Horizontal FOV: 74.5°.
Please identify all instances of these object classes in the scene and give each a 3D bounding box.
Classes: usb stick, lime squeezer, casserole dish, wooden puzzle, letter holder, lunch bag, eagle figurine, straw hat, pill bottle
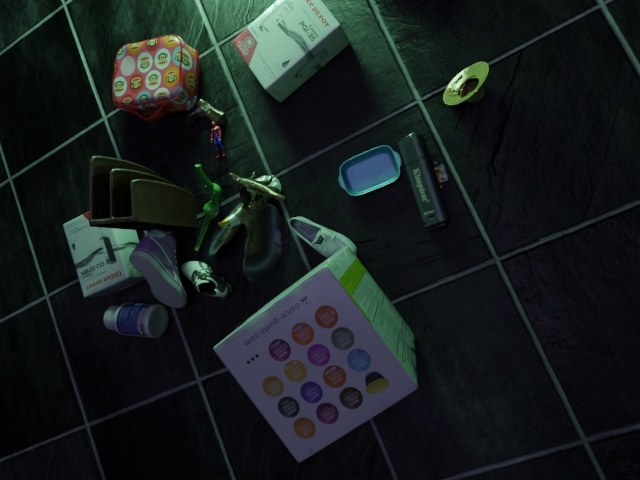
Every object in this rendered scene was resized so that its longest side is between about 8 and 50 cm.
[{"bbox_3d":[0.287,-0.165,1.173,0.077,0.045,0.277,-20,83,32],"label":"usb stick"},{"bbox_3d":[-0.359,-0.113,1.349,0.059,0.110,0.310,13,123,1],"label":"lime squeezer"},{"bbox_3d":[0.145,-0.200,1.226,0.189,0.037,0.114,-21,83,16],"label":"casserole dish"},{"bbox_3d":[0.330,-0.184,1.184,0.049,0.006,0.083,-20,83,16],"label":"wooden puzzle"},{"bbox_3d":[-0.531,-0.144,1.291,0.152,0.302,0.214,-4,87,17],"label":"letter holder"},{"bbox_3d":[-0.550,-0.524,1.400,0.293,0.120,0.258,0,86,20],"label":"lunch bag"},{"bbox_3d":[-0.227,-0.054,1.282,0.226,0.225,0.298,-120,35,-50],"label":"eagle figurine"},{"bbox_3d":[0.407,-0.405,1.134,0.061,0.144,0.144,32,100,-26],"label":"straw hat"},{"bbox_3d":[-0.618,0.263,1.404,0.187,0.112,0.111,1,89,16],"label":"pill bottle"}]

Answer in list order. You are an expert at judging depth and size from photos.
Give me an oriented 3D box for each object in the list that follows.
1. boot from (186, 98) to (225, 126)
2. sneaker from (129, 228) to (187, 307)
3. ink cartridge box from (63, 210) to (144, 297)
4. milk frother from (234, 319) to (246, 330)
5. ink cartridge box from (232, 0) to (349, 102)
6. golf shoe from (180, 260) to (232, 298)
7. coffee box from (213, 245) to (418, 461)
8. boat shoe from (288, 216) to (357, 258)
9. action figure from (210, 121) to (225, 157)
[{"bbox_3d":[-0.377,-0.400,1.394,0.114,0.037,0.106,35,100,10],"label":"boot"},{"bbox_3d":[-0.483,0.085,1.349,0.102,0.282,0.161,0,44,12],"label":"sneaker"},{"bbox_3d":[-0.733,0.037,1.445,0.197,0.114,0.272,-23,83,15],"label":"ink cartridge box"},{"bbox_3d":[-0.223,0.304,1.270,0.143,0.134,0.129,30,66,13],"label":"milk frother"},{"bbox_3d":[-0.090,-0.598,1.267,0.283,0.117,0.207,-37,78,13],"label":"ink cartridge box"},{"bbox_3d":[-0.379,0.121,1.347,0.198,0.094,0.077,25,97,18],"label":"golf shoe"},{"bbox_3d":[0.015,0.259,1.074,0.338,0.338,0.334,-37,88,13],"label":"coffee box"},{"bbox_3d":[0.000,0.000,1.243,0.226,0.076,0.083,25,96,16],"label":"boat shoe"},{"bbox_3d":[-0.338,-0.330,1.372,0.038,0.030,0.115,-10,93,21],"label":"action figure"}]
